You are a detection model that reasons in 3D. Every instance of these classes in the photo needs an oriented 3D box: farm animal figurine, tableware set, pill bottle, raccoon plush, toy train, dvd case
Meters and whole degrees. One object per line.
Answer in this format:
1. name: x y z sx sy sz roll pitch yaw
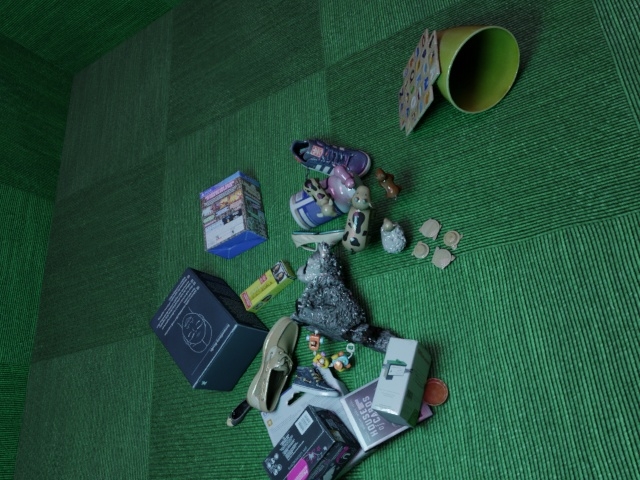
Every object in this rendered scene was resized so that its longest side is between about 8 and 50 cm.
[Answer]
1. farm animal figurine: 0.110 -0.105 1.696 0.330 0.172 0.326 -5 96 14
2. tableware set: 0.385 0.011 1.670 0.169 0.020 0.141 29 88 39
3. pill bottle: 0.030 -0.153 1.885 0.265 0.153 0.153 -23 62 26
4. raccoon plush: 0.108 0.198 1.738 0.446 0.216 0.299 21 69 8
5. toy train: 0.026 0.374 1.668 0.166 0.046 0.125 12 103 12
6. dvd case: 0.200 0.516 1.559 0.239 0.029 0.179 -29 58 0

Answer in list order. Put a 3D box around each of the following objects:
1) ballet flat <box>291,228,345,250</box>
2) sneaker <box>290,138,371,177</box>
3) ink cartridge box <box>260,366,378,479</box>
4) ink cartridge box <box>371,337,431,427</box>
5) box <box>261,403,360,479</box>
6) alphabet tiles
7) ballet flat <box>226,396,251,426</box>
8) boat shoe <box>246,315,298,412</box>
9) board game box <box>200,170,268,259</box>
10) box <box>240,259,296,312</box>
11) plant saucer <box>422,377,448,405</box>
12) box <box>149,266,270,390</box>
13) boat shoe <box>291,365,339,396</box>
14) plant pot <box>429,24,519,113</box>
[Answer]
1. ballet flat: 0.000 0.000 1.906 0.248 0.086 0.086 -1 72 35
2. sneaker: 0.026 -0.323 1.953 0.350 0.148 0.131 14 81 36
3. ink cartridge box: -0.016 0.633 1.682 0.324 0.071 0.330 -41 52 14
4. ink cartridge box: 0.243 0.417 1.484 0.093 0.160 0.219 4 61 32
5. box: -0.031 0.657 1.543 0.247 0.142 0.163 -52 43 5
6. alphabet tiles: 0.338 -0.547 1.760 0.011 0.342 0.285 5 70 -10
7. ballet flat: -0.298 0.629 1.883 0.173 0.049 0.057 -49 53 9
8. boat shoe: -0.145 0.438 1.787 0.110 0.122 0.341 4 70 48
9. board game box: -0.372 -0.104 2.144 0.232 0.141 0.291 -25 61 24
10. box: -0.207 0.181 1.981 0.232 0.058 0.087 -40 56 16
11. plant saucer: 0.343 0.459 1.523 0.084 0.013 0.083 -9 54 12
12. box: -0.440 0.346 1.982 0.395 0.212 0.293 40 96 38
13. boat shoe: -0.015 0.466 1.666 0.183 0.065 0.083 1 72 35
14. plant pot: 0.467 -0.613 1.715 0.275 0.275 0.293 -48 39 10
